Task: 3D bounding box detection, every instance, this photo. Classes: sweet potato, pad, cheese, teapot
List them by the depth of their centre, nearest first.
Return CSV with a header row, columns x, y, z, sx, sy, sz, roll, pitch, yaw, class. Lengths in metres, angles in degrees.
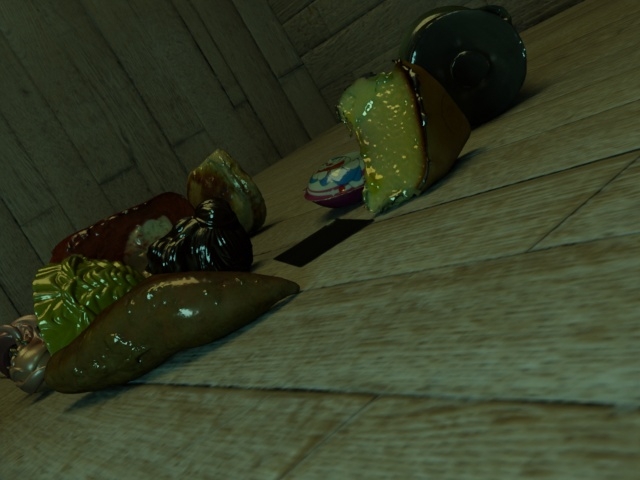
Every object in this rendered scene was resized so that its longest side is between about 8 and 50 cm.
x,y,z,sx,sy,sz,roll,pitch,yaw,class
-0.198,0.098,0.983,0.354,0.095,0.106,-23,-30,22,sweet potato
0.000,0.000,1.194,0.116,0.004,0.193,-33,10,-10,pad
0.067,-0.098,1.334,0.244,0.062,0.155,-3,27,48,cheese
0.221,-0.279,1.501,0.270,0.200,0.337,-55,5,13,teapot

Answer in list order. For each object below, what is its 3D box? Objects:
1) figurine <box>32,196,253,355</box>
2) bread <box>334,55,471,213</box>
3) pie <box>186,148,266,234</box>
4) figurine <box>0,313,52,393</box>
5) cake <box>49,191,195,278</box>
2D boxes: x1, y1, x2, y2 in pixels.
x,y,z,sx,sy,sz,roll,pitch,yaw,class
-0.249,0.060,1.314,0.315,0.168,0.187,-21,-1,5,figurine
0.095,-0.142,1.147,0.140,0.160,0.169,-24,17,37,bread
-0.194,-0.080,1.718,0.084,0.179,0.205,-31,0,-42,pie
-0.428,0.169,1.313,0.157,0.126,0.114,171,112,-71,figurine
-0.339,0.037,1.560,0.283,0.177,0.151,-29,6,-31,cake
